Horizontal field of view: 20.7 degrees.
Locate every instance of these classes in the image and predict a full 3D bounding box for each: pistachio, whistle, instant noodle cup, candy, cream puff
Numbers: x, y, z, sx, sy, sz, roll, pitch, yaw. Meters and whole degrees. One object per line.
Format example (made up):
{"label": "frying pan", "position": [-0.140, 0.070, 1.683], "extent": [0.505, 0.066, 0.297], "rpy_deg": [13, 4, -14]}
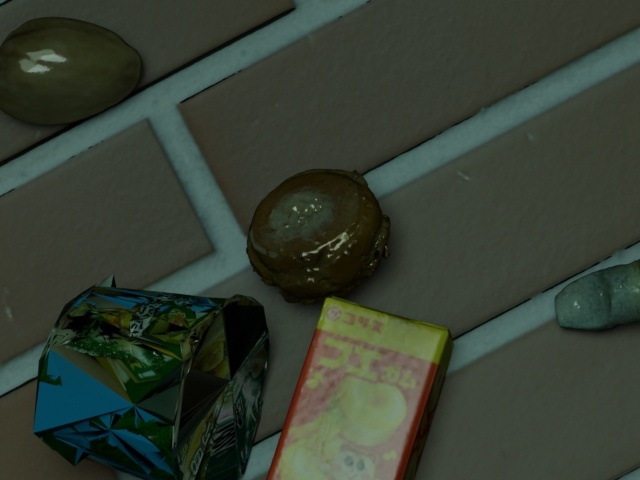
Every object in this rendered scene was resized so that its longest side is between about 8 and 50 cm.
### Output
{"label": "pistachio", "position": [-0.301, -0.200, 2.046], "extent": [0.185, 0.108, 0.126], "rpy_deg": [-9, 96, -1]}
{"label": "whistle", "position": [0.362, 0.052, 1.885], "extent": [0.223, 0.123, 0.123], "rpy_deg": [-18, 71, 26]}
{"label": "instant noodle cup", "position": [-0.180, 0.153, 1.873], "extent": [0.178, 0.240, 0.240], "rpy_deg": [10, 76, 21]}
{"label": "candy", "position": [0.037, 0.211, 1.884], "extent": [0.146, 0.088, 0.276], "rpy_deg": [14, 77, 13]}
{"label": "cream puff", "position": [0.000, 0.000, 1.934], "extent": [0.165, 0.115, 0.150], "rpy_deg": [5, 61, 24]}
